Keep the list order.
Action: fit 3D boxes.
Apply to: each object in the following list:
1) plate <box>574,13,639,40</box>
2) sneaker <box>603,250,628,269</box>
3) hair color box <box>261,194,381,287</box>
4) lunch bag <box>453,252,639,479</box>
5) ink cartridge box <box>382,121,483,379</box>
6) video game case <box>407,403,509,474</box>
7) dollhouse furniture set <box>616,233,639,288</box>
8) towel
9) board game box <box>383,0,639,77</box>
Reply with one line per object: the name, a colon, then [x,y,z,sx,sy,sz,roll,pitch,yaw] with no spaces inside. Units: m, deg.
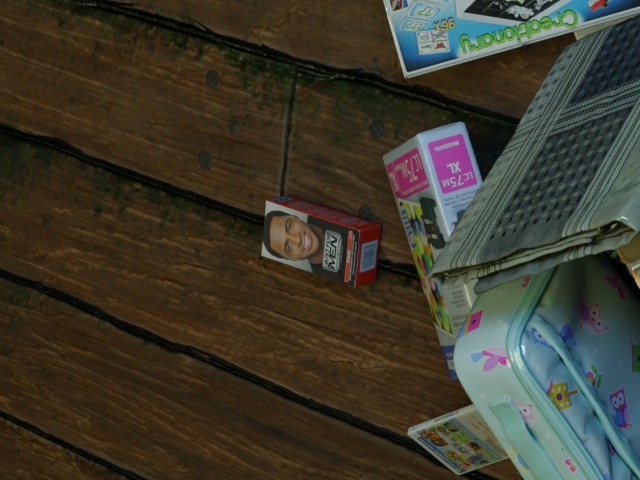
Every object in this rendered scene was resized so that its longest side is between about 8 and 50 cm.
plate: [0.367,-0.240,1.884,0.278,0.045,0.277,-27,82,40]
sneaker: [0.322,0.020,1.943,0.223,0.098,0.083,47,125,22]
hair color box: [0.000,0.000,2.240,0.141,0.043,0.072,18,111,36]
lunch bag: [0.256,0.150,1.906,0.108,0.224,0.279,-20,115,38]
ink cartridge box: [0.151,0.039,2.051,0.186,0.065,0.311,154,97,-80]
video game case: [0.168,0.216,2.135,0.122,0.011,0.087,-26,125,40]
dollhouse furniture set: [0.450,-0.033,1.781,0.374,0.152,0.201,-29,74,10]
towel: [0.257,-0.090,1.758,0.056,0.324,0.312,42,153,-17]
board game box: [0.189,-0.290,1.948,0.305,0.053,0.193,-12,95,39]
